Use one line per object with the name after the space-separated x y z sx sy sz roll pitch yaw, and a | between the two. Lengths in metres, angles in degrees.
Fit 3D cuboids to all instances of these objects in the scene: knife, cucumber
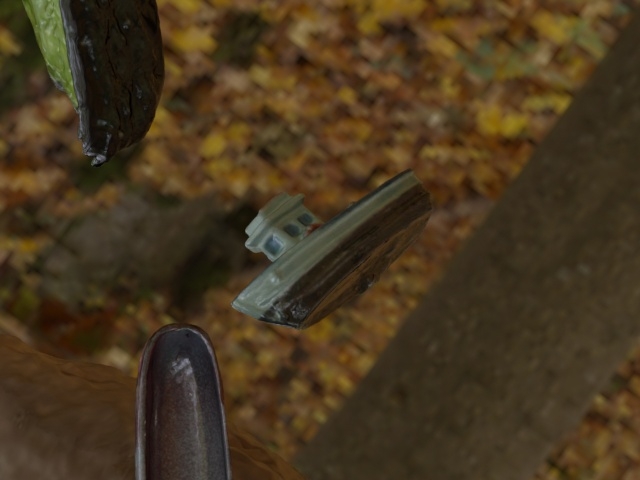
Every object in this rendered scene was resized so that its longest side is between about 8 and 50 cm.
-0.063 0.174 0.857 0.123 0.278 0.053 -1 157 -12 | knife
-0.096 -0.138 0.721 0.046 0.220 0.070 -12 -168 -31 | cucumber

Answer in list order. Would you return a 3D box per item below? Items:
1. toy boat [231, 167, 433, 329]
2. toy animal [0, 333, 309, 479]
0.000 0.000 1.058 0.066 0.140 0.059 39 142 15 | toy boat
-0.108 0.189 1.000 0.358 0.226 0.188 24 -171 25 | toy animal
